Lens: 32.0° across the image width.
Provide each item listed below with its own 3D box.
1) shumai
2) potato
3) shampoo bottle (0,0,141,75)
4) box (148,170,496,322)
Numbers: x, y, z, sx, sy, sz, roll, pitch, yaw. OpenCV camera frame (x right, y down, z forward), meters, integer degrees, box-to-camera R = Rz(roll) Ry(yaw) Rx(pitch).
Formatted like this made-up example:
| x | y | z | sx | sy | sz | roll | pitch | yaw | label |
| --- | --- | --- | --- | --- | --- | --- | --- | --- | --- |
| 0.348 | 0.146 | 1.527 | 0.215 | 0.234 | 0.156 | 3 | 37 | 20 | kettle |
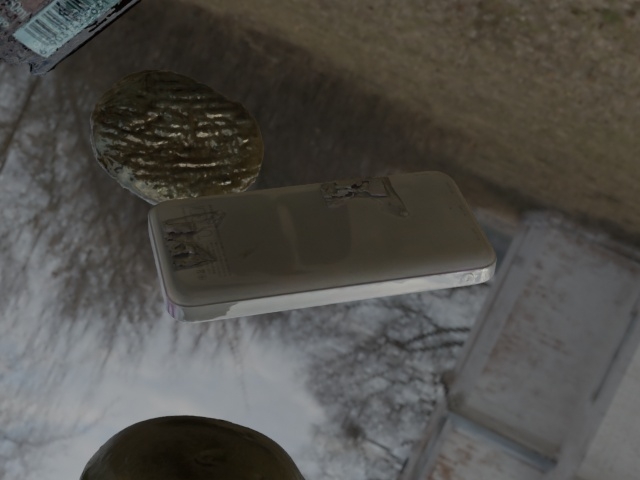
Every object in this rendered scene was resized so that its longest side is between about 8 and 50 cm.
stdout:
| x | y | z | sx | sy | sz | roll | pitch | yaw | label |
| --- | --- | --- | --- | --- | --- | --- | --- | --- | --- |
| -0.183 | -0.121 | 1.330 | 0.210 | 0.161 | 0.153 | 1 | -170 | -28 | shumai |
| -0.085 | 0.203 | 0.801 | 0.178 | 0.160 | 0.235 | 55 | 178 | 2 | potato |
| -0.140 | -0.257 | 0.847 | 0.129 | 0.323 | 0.084 | 42 | -154 | -33 | shampoo bottle |
| 0.000 | 0.000 | 0.967 | 0.285 | 0.044 | 0.142 | -7 | -140 | -13 | box |
